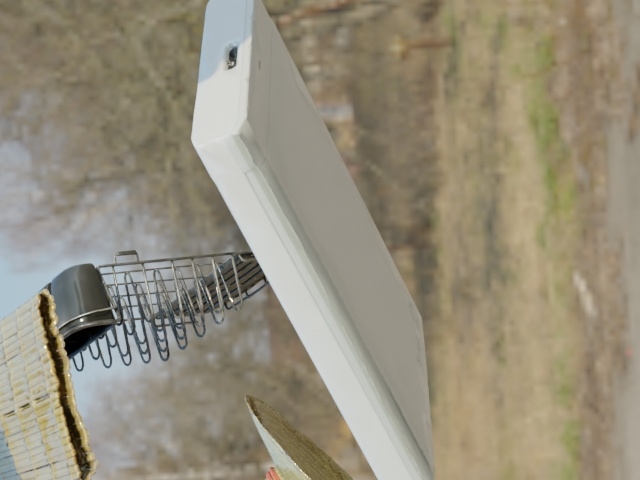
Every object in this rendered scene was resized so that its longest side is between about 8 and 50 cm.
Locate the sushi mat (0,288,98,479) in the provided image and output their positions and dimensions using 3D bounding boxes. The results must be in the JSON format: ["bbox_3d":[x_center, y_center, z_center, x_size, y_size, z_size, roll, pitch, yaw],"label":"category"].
[{"bbox_3d":[-0.245,0.136,1.374,0.316,0.019,0.151,-27,77,66],"label":"sushi mat"}]

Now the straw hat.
[{"bbox_3d":[-0.007,0.152,0.869,0.144,0.061,0.144,43,-178,-1],"label":"straw hat"}]

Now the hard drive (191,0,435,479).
[{"bbox_3d":[0.000,0.000,1.129,0.203,0.040,0.307,-90,-23,-55],"label":"hard drive"}]

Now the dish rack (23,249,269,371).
[{"bbox_3d":[-0.166,0.071,1.600,0.208,0.272,0.074,-33,68,50],"label":"dish rack"}]
